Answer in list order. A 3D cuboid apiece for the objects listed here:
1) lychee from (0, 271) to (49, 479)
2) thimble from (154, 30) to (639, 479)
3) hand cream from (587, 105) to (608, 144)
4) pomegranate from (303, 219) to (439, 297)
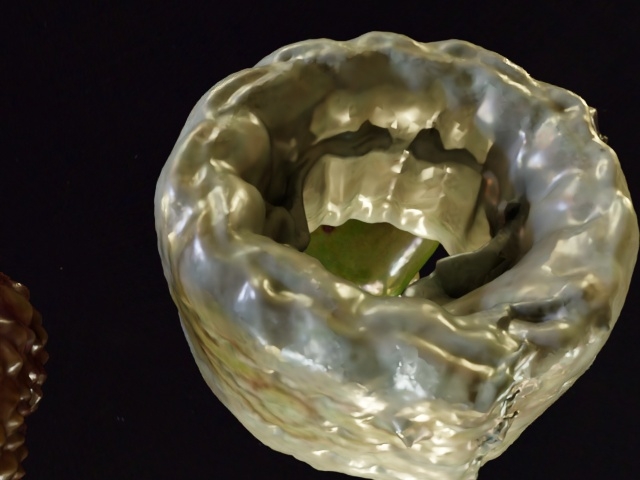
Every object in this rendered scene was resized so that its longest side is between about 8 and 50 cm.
[{"bbox_3d":[-0.279,0.100,0.399,0.271,0.271,0.272,1,-92,-18],"label":"lychee"},{"bbox_3d":[0.047,0.017,0.526,0.291,0.195,0.292,2,-124,-3],"label":"thimble"},{"bbox_3d":[0.173,-0.121,0.734,0.186,0.087,0.054,26,-74,20],"label":"hand cream"},{"bbox_3d":[0.000,0.000,0.995,0.216,0.309,0.358,-52,-43,-15],"label":"pomegranate"}]
